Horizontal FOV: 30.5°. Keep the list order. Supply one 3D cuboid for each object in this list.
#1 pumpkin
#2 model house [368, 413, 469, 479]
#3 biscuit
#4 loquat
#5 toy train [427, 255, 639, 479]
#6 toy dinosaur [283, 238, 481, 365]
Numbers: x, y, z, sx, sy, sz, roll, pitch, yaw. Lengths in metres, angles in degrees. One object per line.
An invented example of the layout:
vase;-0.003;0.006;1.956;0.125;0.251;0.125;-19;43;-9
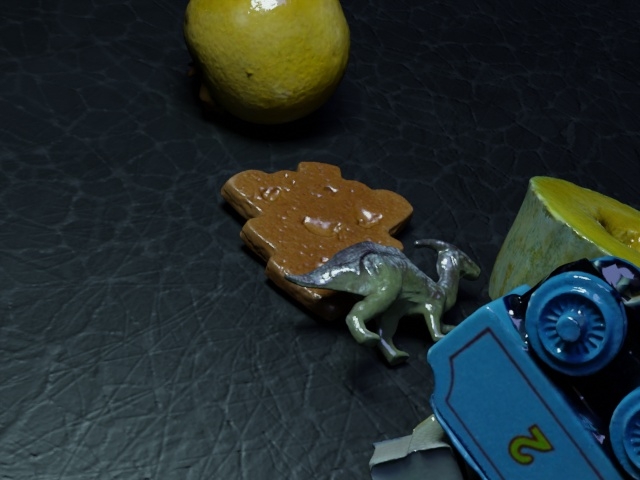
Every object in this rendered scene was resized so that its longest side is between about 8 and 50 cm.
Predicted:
pumpkin;0.368;0.082;1.479;0.332;0.199;0.332;25;16;-8
model house;0.113;0.258;1.323;0.100;0.088;0.100;-16;11;11
biscuit;0.000;0.000;1.626;0.283;0.043;0.306;10;41;-12
loquat;-0.088;-0.306;1.819;0.274;0.275;0.275;9;38;-7
toy train;0.283;0.181;1.259;0.300;0.265;0.188;53;27;11
toy dinosaur;0.100;0.073;1.515;0.294;0.077;0.162;3;53;-41
